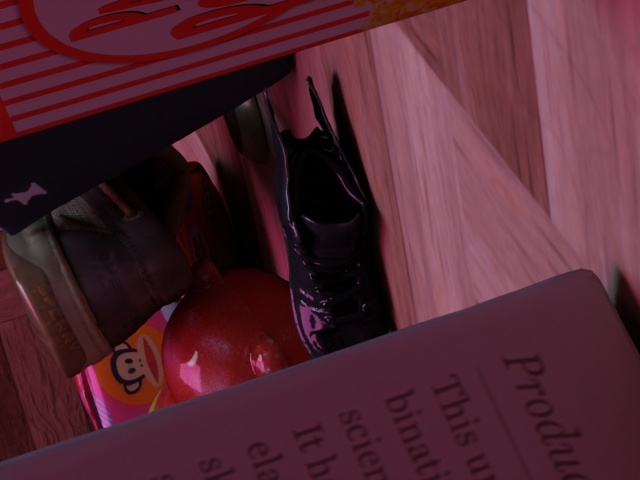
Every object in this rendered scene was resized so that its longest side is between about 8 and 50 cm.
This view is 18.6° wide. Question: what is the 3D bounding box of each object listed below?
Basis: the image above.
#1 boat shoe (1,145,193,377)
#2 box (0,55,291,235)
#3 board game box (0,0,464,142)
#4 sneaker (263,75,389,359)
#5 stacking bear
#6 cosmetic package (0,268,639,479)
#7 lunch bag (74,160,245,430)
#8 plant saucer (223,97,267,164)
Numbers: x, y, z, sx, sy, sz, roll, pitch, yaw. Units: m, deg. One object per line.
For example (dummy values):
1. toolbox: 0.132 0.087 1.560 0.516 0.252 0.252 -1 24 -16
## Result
1. boat shoe: -0.140 -0.019 1.295 0.123 0.123 0.342 63 180 -17
2. box: -0.221 -0.257 1.123 0.293 0.212 0.395 44 -160 -59
3. board game box: -0.017 -0.104 0.551 0.147 0.193 0.045 93 157 -67
4. sneaker: 0.003 -0.001 1.056 0.089 0.051 0.170 148 108 -85
5. stacking bear: -0.044 0.136 1.285 0.175 0.164 0.289 56 156 39
6. cosmetic package: -0.026 0.275 0.677 0.327 0.393 0.329 87 162 -56
7. lunch bag: -0.107 0.083 1.569 0.258 0.120 0.293 -41 -64 -76
8. plant saucer: -0.057 -0.090 1.345 0.083 0.015 0.083 162 90 -81
